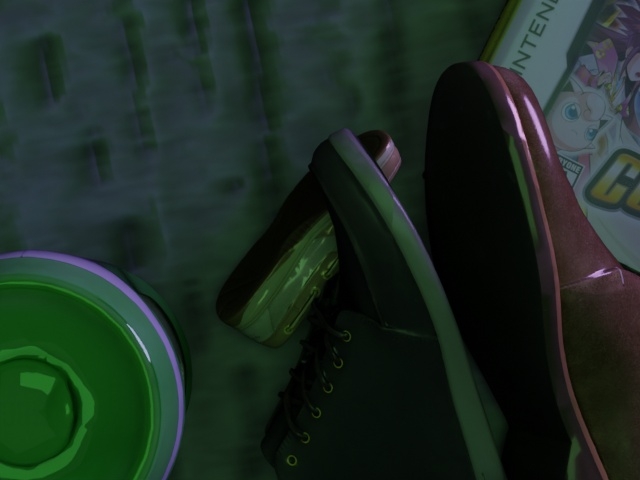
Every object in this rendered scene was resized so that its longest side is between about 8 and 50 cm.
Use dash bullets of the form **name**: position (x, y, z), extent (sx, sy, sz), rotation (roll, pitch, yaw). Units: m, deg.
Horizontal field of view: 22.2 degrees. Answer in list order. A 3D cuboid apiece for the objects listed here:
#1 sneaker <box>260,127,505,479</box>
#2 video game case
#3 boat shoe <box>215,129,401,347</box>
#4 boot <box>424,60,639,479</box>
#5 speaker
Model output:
- **sneaker**: position (0.011, 0.058, 0.847), extent (0.118, 0.083, 0.222), rotation (-21, 113, 0)
- **video game case**: position (0.233, -0.085, 0.915), extent (0.275, 0.035, 0.248), rotation (26, 87, -3)
- **boat shoe**: position (0.000, 0.000, 0.895), extent (0.135, 0.050, 0.045), rotation (-49, 120, 1)
- **boot**: position (0.141, 0.040, 0.871), extent (0.115, 0.112, 0.305), rotation (-23, 105, -16)
- **speaker**: position (-0.122, 0.069, 0.756), extent (0.131, 0.296, 0.131), rotation (0, 89, -4)
